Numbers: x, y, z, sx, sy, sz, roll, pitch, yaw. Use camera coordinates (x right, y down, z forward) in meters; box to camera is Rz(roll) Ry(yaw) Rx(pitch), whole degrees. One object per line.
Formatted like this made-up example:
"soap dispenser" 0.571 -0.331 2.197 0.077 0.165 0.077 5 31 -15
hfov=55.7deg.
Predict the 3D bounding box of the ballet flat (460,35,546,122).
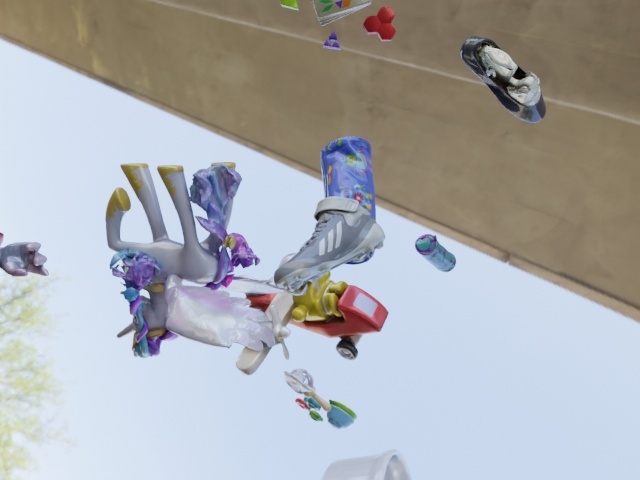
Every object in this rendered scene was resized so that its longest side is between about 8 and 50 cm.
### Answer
"ballet flat" 0.328 -0.278 1.049 0.203 0.074 0.074 38 -42 -13

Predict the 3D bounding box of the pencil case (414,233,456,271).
"pencil case" 0.321 0.034 1.680 0.065 0.152 0.070 -20 -123 26

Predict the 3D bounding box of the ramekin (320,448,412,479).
"ramekin" 0.091 0.544 1.151 0.135 0.277 0.277 -9 -77 19

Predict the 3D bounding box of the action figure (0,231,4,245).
"action figure" -0.471 0.116 0.779 0.139 0.092 0.280 139 -50 -69

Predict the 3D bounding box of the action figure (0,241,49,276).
"action figure" -0.369 0.030 0.449 0.248 0.276 0.370 -100 -147 -59

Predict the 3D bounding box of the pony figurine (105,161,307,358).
"pony figurine" -0.222 0.045 1.083 0.351 0.303 0.363 1 -80 15

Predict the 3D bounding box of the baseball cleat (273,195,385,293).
"baseball cleat" 0.000 0.000 0.873 0.072 0.206 0.109 -42 -106 47

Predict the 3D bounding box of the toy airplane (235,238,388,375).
"toy airplane" -0.062 0.132 1.544 0.386 0.385 0.272 -115 -173 -48

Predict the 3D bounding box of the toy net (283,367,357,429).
"toy net" -0.017 0.323 1.275 0.122 0.045 0.232 10 -36 43

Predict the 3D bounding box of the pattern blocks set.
"pattern blocks set" 0.037 -0.623 1.452 0.286 0.026 0.324 -7 -86 5

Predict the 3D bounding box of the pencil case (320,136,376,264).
"pencil case" 0.059 -0.095 1.400 0.119 0.133 0.306 -36 -133 51
